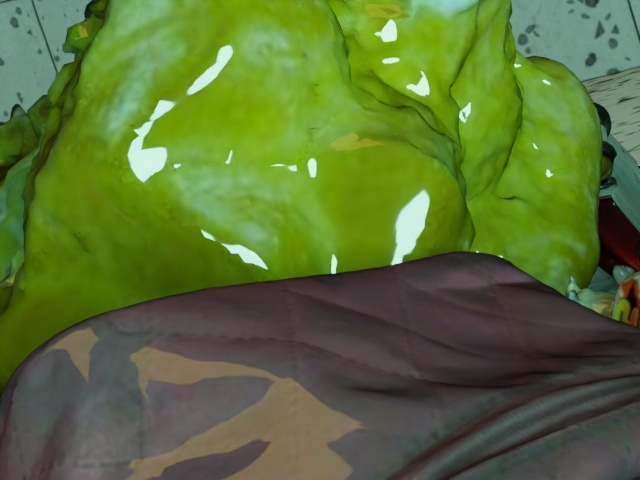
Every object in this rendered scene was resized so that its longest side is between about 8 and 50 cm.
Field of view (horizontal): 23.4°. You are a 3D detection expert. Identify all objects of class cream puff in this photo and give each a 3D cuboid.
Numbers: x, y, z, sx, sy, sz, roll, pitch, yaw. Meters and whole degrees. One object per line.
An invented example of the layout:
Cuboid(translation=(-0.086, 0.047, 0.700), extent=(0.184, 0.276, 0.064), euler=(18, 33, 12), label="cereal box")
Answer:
Cuboid(translation=(-0.019, 0.024, 0.613), extent=(0.274, 0.270, 0.323), euler=(10, -39, -28), label="cream puff")

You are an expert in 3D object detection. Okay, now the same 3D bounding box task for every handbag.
Cuboid(translation=(0.028, 0.089, 0.392), extent=(0.135, 0.146, 0.225), euler=(28, 21, 35), label="handbag")

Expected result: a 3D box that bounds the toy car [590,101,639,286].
Cuboid(translation=(0.188, -0.020, 1.111), extent=(0.112, 0.139, 0.112), euler=(-36, 22, 24), label="toy car")

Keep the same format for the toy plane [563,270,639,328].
Cuboid(translation=(0.134, 0.054, 0.562), extent=(0.108, 0.092, 0.286), euler=(8, -14, 12), label="toy plane")
